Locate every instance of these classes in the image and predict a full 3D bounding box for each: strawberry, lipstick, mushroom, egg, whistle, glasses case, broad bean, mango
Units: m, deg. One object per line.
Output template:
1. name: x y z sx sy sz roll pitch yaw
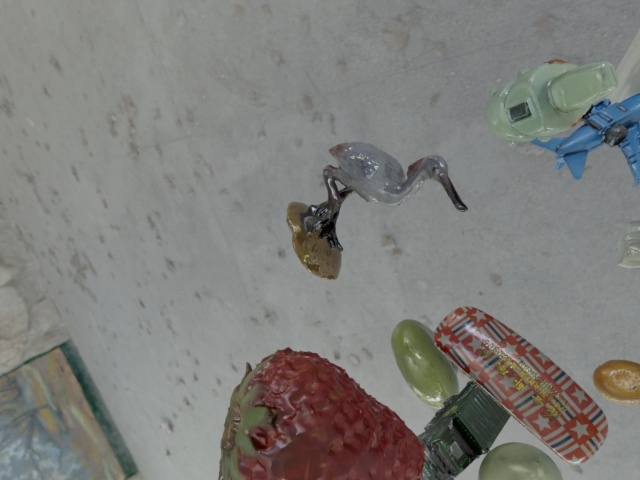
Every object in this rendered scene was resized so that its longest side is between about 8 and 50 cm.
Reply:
1. strawberry: 0.009 0.243 0.573 0.245 0.205 0.205 21 144 -18
2. lipstick: 0.664 -0.408 0.933 0.087 0.087 0.326 39 149 24
3. mushroom: 1.017 0.030 1.388 0.329 0.159 0.122 9 164 10
4. egg: 0.289 0.353 0.709 0.114 0.114 0.152 39 154 23
5. whistle: 0.320 -0.201 0.710 0.102 0.105 0.253 38 172 -10
6. glasses case: 0.211 0.145 0.522 0.194 0.073 0.049 41 180 24
7. broad bean: 0.272 0.311 1.241 0.119 0.291 0.238 -30 62 14
8. mango: 0.774 0.353 1.223 0.165 0.115 0.089 -6 145 17

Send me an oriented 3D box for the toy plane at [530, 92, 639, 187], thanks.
1. toy plane: 0.561 -0.225 0.956 0.254 0.271 0.105 55 178 31

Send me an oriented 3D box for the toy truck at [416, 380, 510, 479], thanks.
1. toy truck: 0.250 0.334 0.870 0.088 0.259 0.121 52 129 15

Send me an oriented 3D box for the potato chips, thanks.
1. potato chips: 0.000 -0.001 1.056 0.062 0.195 0.208 -27 116 16

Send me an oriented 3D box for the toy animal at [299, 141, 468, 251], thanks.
1. toy animal: 0.094 -0.098 0.812 0.324 0.091 0.195 -17 72 44
